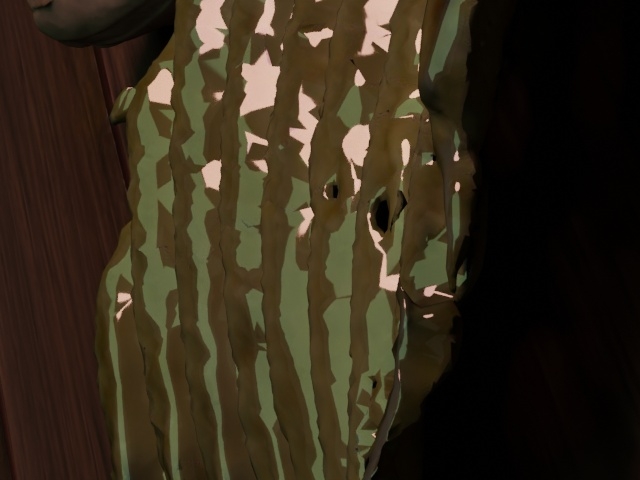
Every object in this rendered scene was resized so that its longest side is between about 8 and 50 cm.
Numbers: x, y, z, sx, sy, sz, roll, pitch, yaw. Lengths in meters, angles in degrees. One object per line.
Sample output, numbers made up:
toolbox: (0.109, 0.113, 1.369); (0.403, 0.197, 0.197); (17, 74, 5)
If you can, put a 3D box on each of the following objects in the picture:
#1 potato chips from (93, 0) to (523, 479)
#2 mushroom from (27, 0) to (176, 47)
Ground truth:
potato chips: (0.001, -0.008, 0.811); (0.373, 0.097, 0.389); (23, 103, 64)
mushroom: (-0.065, -0.191, 0.979); (0.278, 0.099, 0.096); (-41, 62, 41)
